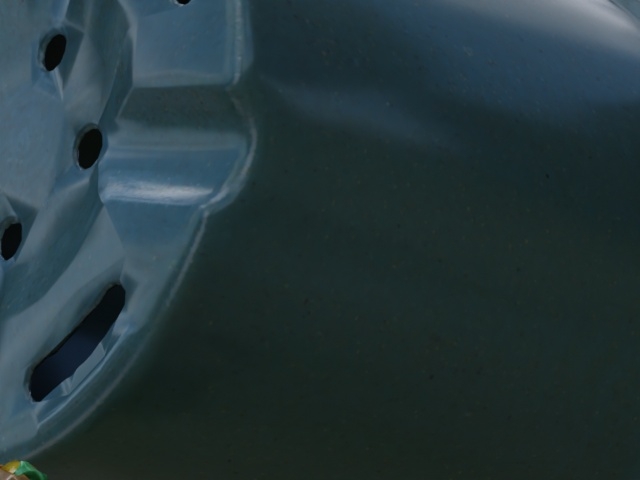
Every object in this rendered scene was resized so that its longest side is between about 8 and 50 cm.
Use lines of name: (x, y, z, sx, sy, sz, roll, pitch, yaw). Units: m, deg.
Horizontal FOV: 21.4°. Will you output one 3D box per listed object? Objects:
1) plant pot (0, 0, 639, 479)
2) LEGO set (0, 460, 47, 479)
plant pot: (0.000, 0.000, 0.728, 0.341, 0.341, 0.334, -20, -26, 41)
LEGO set: (0.009, 0.168, 0.516, 0.107, 0.287, 0.132, -38, -16, 8)
